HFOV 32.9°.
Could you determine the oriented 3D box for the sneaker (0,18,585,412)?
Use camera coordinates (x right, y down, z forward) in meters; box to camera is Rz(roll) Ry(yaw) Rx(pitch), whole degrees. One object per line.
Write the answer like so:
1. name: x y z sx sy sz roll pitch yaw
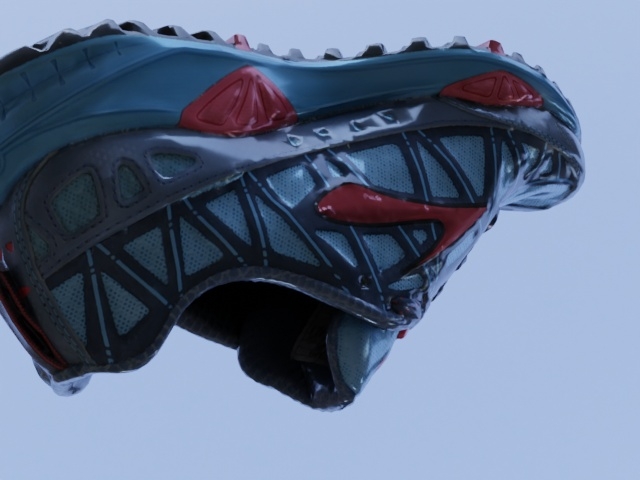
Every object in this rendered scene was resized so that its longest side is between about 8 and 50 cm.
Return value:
1. sneaker: 0.000 0.000 0.397 0.262 0.104 0.125 -5 -103 -35
